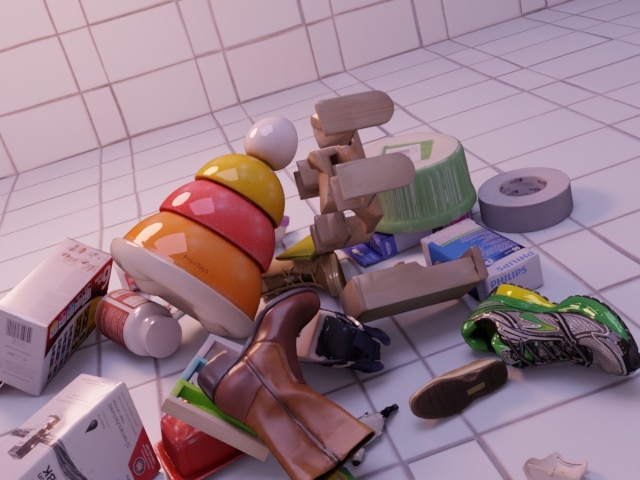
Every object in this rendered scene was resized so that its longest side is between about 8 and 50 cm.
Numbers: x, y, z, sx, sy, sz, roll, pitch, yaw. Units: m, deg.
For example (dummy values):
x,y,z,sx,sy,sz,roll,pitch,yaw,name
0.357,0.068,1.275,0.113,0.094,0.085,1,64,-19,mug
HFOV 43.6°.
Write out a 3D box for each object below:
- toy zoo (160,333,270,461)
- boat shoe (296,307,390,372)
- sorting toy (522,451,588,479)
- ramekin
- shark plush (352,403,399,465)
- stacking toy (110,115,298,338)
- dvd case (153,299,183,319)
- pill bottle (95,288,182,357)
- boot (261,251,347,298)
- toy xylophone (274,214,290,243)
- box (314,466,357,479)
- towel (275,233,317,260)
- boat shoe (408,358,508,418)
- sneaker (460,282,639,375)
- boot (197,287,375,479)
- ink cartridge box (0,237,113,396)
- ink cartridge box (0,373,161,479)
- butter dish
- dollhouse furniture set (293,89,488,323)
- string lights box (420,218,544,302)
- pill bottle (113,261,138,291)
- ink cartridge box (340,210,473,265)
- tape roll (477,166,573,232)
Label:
x,y,z,sx,sy,sz,roll,pitch,yaw,name
-0.145,0.260,1.425,0.192,0.030,0.293,27,21,1,toy zoo
0.003,0.197,1.560,0.158,0.127,0.340,20,-7,-21,boat shoe
0.346,0.331,1.150,0.083,0.045,0.075,7,26,41,sorting toy
0.220,-0.150,1.951,0.303,0.148,0.303,-11,25,5,ramekin
0.065,0.309,1.343,0.161,0.073,0.067,-40,4,-33,shark plush
-0.184,-0.060,1.718,0.350,0.350,0.480,16,68,48,stacking toy
-0.384,0.175,1.921,0.119,0.013,0.087,8,33,39,dvd case
-0.402,0.187,1.778,0.121,0.121,0.216,-32,30,-32,pill bottle
-0.053,0.084,1.823,0.203,0.095,0.262,-17,23,-5,boot
-0.247,-0.047,2.124,0.322,0.081,0.236,8,-1,32,toy xylophone
-0.014,0.410,1.188,0.179,0.043,0.105,-26,26,-17,box
0.000,0.000,1.862,0.102,0.021,0.237,-6,17,35,towel
0.226,0.252,1.368,0.190,0.068,0.072,-15,11,-22,boat shoe
0.389,0.178,1.369,0.146,0.134,0.343,-37,23,-26,sneaker
-0.023,0.227,1.294,0.264,0.096,0.280,-37,53,-27,boot
-0.612,0.192,1.825,0.130,0.272,0.309,21,32,3,ink cartridge box
-0.411,0.379,1.292,0.114,0.197,0.273,2,31,34,ink cartridge box
-0.213,0.323,1.391,0.160,0.118,0.160,-25,26,-19,butter dish
0.134,-0.059,1.605,0.256,0.394,0.362,-13,-15,-13,dollhouse furniture set
0.339,0.043,1.707,0.133,0.077,0.259,-23,26,-15,string lights box
-0.438,0.055,2.089,0.193,0.108,0.108,-22,26,-14,pill bottle
0.198,-0.042,1.989,0.311,0.065,0.186,-25,26,-16,ink cartridge box
0.491,-0.100,1.924,0.219,0.072,0.219,-13,24,6,tape roll
